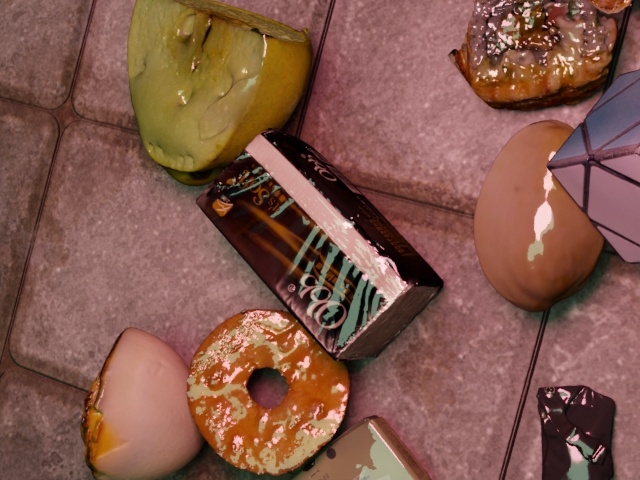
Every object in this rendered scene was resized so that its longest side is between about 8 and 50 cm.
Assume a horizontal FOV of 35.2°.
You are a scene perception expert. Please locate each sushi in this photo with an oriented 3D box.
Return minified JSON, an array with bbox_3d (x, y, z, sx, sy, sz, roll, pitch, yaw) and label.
[{"bbox_3d":[0.322,-0.301,1.566,0.274,0.139,0.184,-8,81,18],"label":"sushi"}]

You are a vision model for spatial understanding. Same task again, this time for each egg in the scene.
[{"bbox_3d":[-0.282,0.286,1.707,0.174,0.286,0.264,9,55,9],"label":"egg"}]

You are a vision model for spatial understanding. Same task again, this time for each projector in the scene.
[{"bbox_3d":[0.050,0.434,1.645,0.269,0.088,0.193,-43,72,14],"label":"projector"}]

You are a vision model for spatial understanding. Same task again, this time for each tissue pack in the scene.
[{"bbox_3d":[0.000,0.000,1.640,0.198,0.210,0.370,-48,70,16],"label":"tissue pack"}]

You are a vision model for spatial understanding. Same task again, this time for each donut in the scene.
[{"bbox_3d":[-0.079,0.251,1.682,0.277,0.108,0.278,-3,74,11],"label":"donut"}]

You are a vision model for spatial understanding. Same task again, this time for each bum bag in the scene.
[{"bbox_3d":[0.383,0.345,1.530,0.123,0.060,0.248,-2,84,23],"label":"bum bag"}]

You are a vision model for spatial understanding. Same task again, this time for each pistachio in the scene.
[{"bbox_3d":[0.332,-0.035,1.523,0.197,0.166,0.288,1,84,13],"label":"pistachio"}]

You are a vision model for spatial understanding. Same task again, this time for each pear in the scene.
[{"bbox_3d":[-0.175,-0.241,1.720,0.342,0.238,0.318,30,108,37],"label":"pear"}]

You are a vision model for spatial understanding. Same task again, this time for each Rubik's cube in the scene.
[{"bbox_3d":[0.479,-0.108,1.381,0.205,0.205,0.207,-47,106,-19],"label":"Rubik's cube"}]

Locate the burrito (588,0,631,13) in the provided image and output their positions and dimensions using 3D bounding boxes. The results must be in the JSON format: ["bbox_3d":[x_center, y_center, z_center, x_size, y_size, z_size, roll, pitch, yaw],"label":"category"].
[{"bbox_3d":[0.424,-0.416,1.513,0.087,0.226,0.060,25,130,-17],"label":"burrito"}]
